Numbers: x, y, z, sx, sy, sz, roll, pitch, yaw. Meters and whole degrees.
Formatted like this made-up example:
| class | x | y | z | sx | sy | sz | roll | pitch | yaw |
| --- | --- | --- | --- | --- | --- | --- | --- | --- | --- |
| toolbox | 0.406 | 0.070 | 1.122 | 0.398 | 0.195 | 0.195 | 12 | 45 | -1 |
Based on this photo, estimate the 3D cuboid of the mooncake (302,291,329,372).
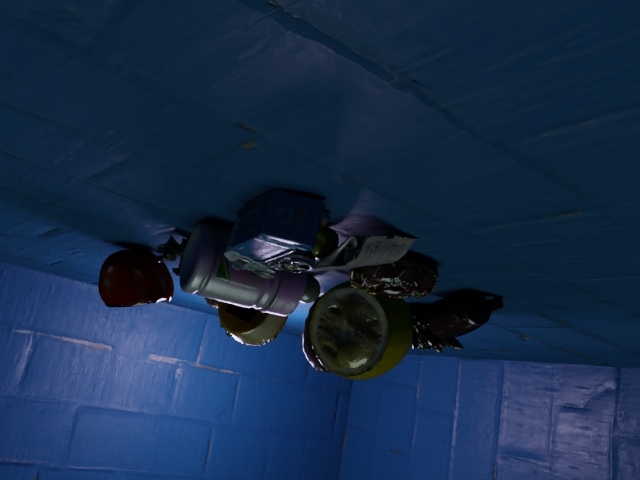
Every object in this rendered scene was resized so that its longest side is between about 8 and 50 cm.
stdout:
| class | x | y | z | sx | sy | sz | roll | pitch | yaw |
| --- | --- | --- | --- | --- | --- | --- | --- | --- | --- |
| mooncake | 0.083 | 0.378 | 2.431 | 0.187 | 0.323 | 0.324 | 20 | 162 | -37 |

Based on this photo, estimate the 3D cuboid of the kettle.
| class | x | y | z | sx | sy | sz | roll | pitch | yaw |
| --- | --- | --- | --- | --- | --- | --- | --- | --- | --- |
| kettle | 0.500 | 0.251 | 2.049 | 0.202 | 0.144 | 0.232 | -6 | 168 | -21 |

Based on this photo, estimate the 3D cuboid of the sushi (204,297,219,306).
| class | x | y | z | sx | sy | sz | roll | pitch | yaw |
| --- | --- | --- | --- | --- | --- | --- | --- | --- | --- |
| sushi | -0.372 | 0.236 | 2.581 | 0.332 | 0.129 | 0.124 | 4 | 160 | 3 |

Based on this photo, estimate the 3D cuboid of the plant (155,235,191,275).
| class | x | y | z | sx | sy | sz | roll | pitch | yaw |
| --- | --- | --- | --- | --- | --- | --- | --- | --- | --- |
| plant | -0.412 | 0.052 | 1.898 | 0.203 | 0.131 | 0.142 | 18 | 166 | -22 |

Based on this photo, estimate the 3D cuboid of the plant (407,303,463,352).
| class | x | y | z | sx | sy | sz | roll | pitch | yaw |
| --- | --- | --- | --- | --- | --- | --- | --- | --- | --- |
| plant | 0.417 | 0.347 | 2.369 | 0.321 | 0.181 | 0.194 | 2 | 164 | 44 |

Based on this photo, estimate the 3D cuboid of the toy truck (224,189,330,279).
| class | x | y | z | sx | sy | sz | roll | pitch | yaw |
| --- | --- | --- | --- | --- | --- | --- | --- | --- | --- |
| toy truck | -0.109 | -0.011 | 1.457 | 0.175 | 0.146 | 0.367 | 25 | 158 | -22 |

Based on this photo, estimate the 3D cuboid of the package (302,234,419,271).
| class | x | y | z | sx | sy | sz | roll | pitch | yaw |
| --- | --- | --- | --- | --- | --- | --- | --- | --- | --- |
| package | 0.097 | 0.045 | 1.522 | 0.204 | 0.062 | 0.251 | 2 | 158 | -46 |

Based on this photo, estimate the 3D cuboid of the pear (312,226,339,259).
| class | x | y | z | sx | sy | sz | roll | pitch | yaw |
| --- | --- | --- | --- | --- | --- | --- | --- | --- | --- |
| pear | 0.000 | 0.000 | 1.539 | 0.092 | 0.092 | 0.097 | -1 | 120 | 35 |

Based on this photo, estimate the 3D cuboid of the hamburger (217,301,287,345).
| class | x | y | z | sx | sy | sz | roll | pitch | yaw |
| --- | --- | --- | --- | --- | --- | --- | --- | --- | --- |
| hamburger | -0.258 | 0.267 | 2.330 | 0.294 | 0.276 | 0.179 | 17 | 163 | 30 |

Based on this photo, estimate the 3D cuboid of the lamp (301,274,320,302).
| class | x | y | z | sx | sy | sz | roll | pitch | yaw |
| --- | --- | --- | --- | --- | --- | --- | --- | --- | --- |
| lamp | -0.050 | 0.176 | 2.175 | 0.105 | 0.105 | 0.105 | 9 | 165 | 3 |

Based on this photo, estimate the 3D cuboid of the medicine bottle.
| class | x | y | z | sx | sy | sz | roll | pitch | yaw |
| --- | --- | --- | --- | --- | --- | --- | --- | --- | --- |
| medicine bottle | -0.223 | 0.086 | 1.745 | 0.326 | 0.212 | 0.212 | 18 | 163 | -23 |

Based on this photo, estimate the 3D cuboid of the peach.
| class | x | y | z | sx | sy | sz | roll | pitch | yaw |
| --- | --- | --- | --- | --- | --- | --- | --- | --- | --- |
| peach | -0.677 | 0.149 | 2.220 | 0.275 | 0.248 | 0.245 | 8 | 127 | 27 |

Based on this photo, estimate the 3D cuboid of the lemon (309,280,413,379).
| class | x | y | z | sx | sy | sz | roll | pitch | yaw |
| --- | --- | --- | --- | --- | --- | --- | --- | --- | --- |
| lemon | 0.162 | 0.303 | 2.081 | 0.364 | 0.364 | 0.364 | 9 | 165 | 3 |

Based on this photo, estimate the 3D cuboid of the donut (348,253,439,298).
| class | x | y | z | sx | sy | sz | roll | pitch | yaw |
| --- | --- | --- | --- | --- | --- | --- | --- | --- | --- |
| donut | 0.208 | 0.103 | 1.742 | 0.270 | 0.103 | 0.269 | 8 | 164 | 2 |
